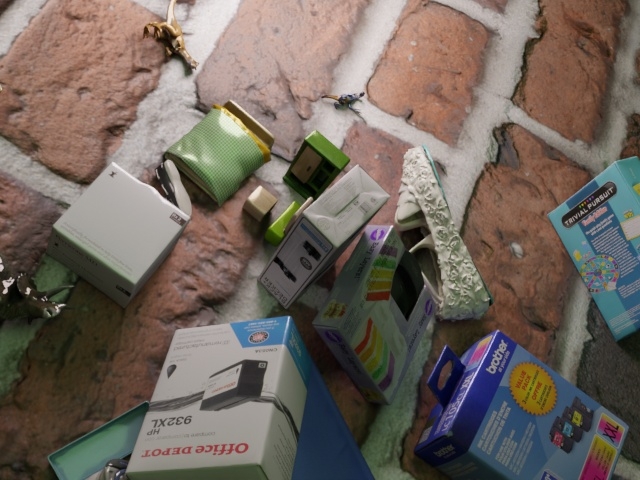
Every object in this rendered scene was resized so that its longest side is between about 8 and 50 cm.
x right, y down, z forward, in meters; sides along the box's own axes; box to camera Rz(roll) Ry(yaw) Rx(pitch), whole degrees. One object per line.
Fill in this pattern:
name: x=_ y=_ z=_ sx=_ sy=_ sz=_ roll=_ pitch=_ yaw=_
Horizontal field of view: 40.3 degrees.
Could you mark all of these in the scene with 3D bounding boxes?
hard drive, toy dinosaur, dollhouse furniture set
hard drive: x=-0.035 y=0.387 z=1.570 sx=0.210 sy=0.040 sz=0.318 roll=-20 pitch=74 yaw=-30
toy dinosaur: x=-0.584 y=0.063 z=1.479 sx=0.313 sy=0.121 sz=0.160 roll=41 pitch=44 yaw=6
dollhouse furniture set: x=-0.131 y=-0.166 z=1.749 sx=0.301 sy=0.151 sz=0.197 roll=40 pitch=56 yaw=1
toy dinosaur: x=-0.322 y=-0.457 z=1.884 sx=0.112 sy=0.064 sz=0.211 roll=-4 pitch=75 yaw=-44
toy dinosaur: x=0.063 y=-0.329 z=1.986 sx=0.090 sy=0.047 sz=0.082 roll=35 pitch=37 yaw=10

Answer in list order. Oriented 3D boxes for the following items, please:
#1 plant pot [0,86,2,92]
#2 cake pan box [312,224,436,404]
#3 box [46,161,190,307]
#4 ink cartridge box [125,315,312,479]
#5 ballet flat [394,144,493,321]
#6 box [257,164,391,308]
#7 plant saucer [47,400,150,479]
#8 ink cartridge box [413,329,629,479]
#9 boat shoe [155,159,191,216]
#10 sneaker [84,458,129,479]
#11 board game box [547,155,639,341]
plant pot: x=-0.651 y=-0.280 z=1.627 sx=0.081 sy=0.083 sz=0.081 roll=-22 pitch=74 yaw=-30
cake pan box: x=0.113 y=0.138 z=1.668 sx=0.266 sy=0.070 sz=0.245 roll=-59 pitch=136 yaw=-33
box: x=-0.368 y=-0.010 z=1.587 sx=0.181 sy=0.119 sz=0.182 roll=36 pitch=56 yaw=-2
ink cartridge box: x=-0.154 y=0.282 z=1.410 sx=0.223 sy=0.129 sz=0.307 roll=-8 pitch=38 yaw=15
ballet flat: x=0.233 y=-0.015 z=1.846 sx=0.147 sy=0.147 sz=0.408 roll=-11 pitch=69 yaw=-27
box: x=0.000 y=0.000 z=1.638 sx=0.087 sy=0.290 sz=0.169 roll=44 pitch=58 yaw=5
plant saucer: x=-0.358 y=0.345 z=1.469 sx=0.192 sy=0.018 sz=0.067 roll=-27 pitch=77 yaw=-32
ink cartridge box: x=0.366 y=0.366 z=1.692 sx=0.396 sy=0.151 sz=0.270 roll=35 pitch=56 yaw=-1
boat shoe: x=-0.291 y=-0.097 z=1.714 sx=0.125 sy=0.038 sz=0.046 roll=66 pitch=18 yaw=11
sneaker: x=-0.323 y=0.496 z=1.343 sx=0.111 sy=0.129 sz=0.297 roll=29 pitch=42 yaw=-46
board game box: x=0.681 y=0.022 z=1.937 sx=0.079 sy=0.254 sz=0.336 roll=-15 pitch=71 yaw=-29
